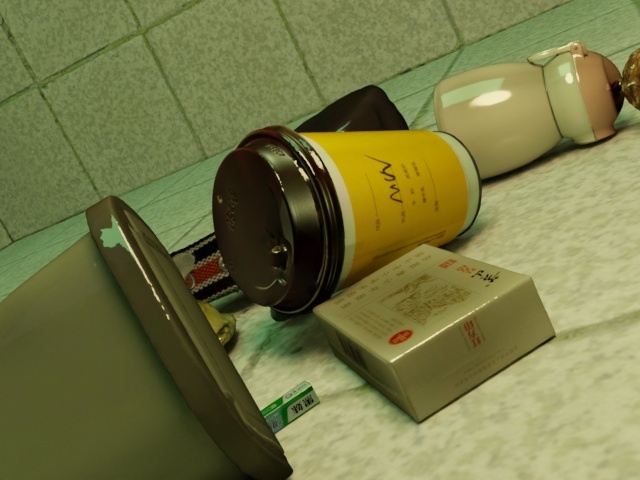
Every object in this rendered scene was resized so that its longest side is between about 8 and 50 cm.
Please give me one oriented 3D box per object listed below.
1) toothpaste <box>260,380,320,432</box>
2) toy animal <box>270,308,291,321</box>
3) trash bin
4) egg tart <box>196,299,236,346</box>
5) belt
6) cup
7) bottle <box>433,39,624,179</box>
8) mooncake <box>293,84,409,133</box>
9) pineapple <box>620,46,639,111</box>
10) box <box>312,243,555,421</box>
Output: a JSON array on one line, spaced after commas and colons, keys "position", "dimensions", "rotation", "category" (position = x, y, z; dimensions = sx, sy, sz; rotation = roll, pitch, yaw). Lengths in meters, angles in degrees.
[{"position": [-0.040, 0.155, 0.707], "dimensions": [0.083, 0.020, 0.017], "rotation": [-31, 18, -18], "category": "toothpaste"}, {"position": [-0.004, -0.006, 1.004], "dimensions": [0.108, 0.138, 0.236], "rotation": [32, 48, 33], "category": "toy animal"}, {"position": [-0.179, 0.138, 0.585], "dimensions": [0.250, 0.220, 0.219], "rotation": [-34, -25, -1], "category": "trash bin"}, {"position": [-0.217, 0.132, 0.959], "dimensions": [0.252, 0.098, 0.232], "rotation": [-18, 13, 41], "category": "egg tart"}, {"position": [-0.216, 0.071, 1.104], "dimensions": [0.359, 0.094, 0.126], "rotation": [-26, -3, 7], "category": "belt"}, {"position": [0.032, -0.039, 0.873], "dimensions": [0.279, 0.196, 0.196], "rotation": [-15, 6, -35], "category": "cup"}, {"position": [0.281, -0.175, 1.062], "dimensions": [0.236, 0.147, 0.147], "rotation": [-15, 18, 23], "category": "bottle"}, {"position": [0.020, -0.130, 1.352], "dimensions": [0.283, 0.141, 0.283], "rotation": [-33, 15, 10], "category": "mooncake"}, {"position": [0.424, -0.169, 0.901], "dimensions": [0.108, 0.108, 0.198], "rotation": [-27, 26, -1], "category": "pineapple"}, {"position": [0.088, 0.070, 0.707], "dimensions": [0.141, 0.058, 0.201], "rotation": [-30, 14, -13], "category": "box"}]
